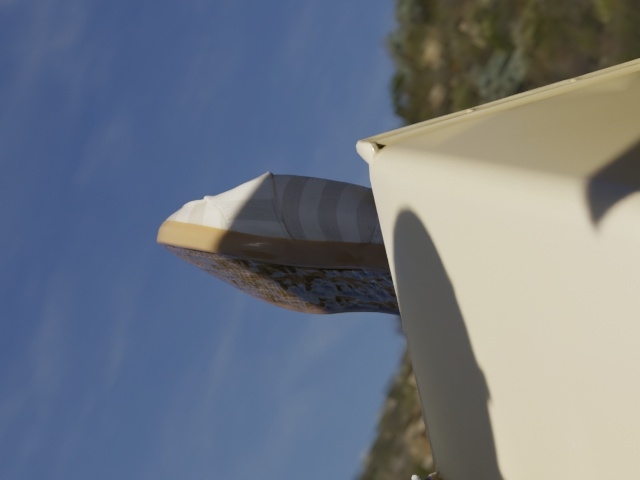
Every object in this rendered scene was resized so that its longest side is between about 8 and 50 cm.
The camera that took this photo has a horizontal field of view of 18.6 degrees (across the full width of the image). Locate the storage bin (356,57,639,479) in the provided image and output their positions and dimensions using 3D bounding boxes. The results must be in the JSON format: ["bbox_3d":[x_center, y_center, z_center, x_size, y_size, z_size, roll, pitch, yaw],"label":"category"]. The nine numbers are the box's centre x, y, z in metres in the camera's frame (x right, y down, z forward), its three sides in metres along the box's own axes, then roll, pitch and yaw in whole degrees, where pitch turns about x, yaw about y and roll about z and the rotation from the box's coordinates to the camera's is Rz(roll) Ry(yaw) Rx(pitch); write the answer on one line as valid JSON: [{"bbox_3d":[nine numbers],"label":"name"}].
[{"bbox_3d":[0.173,0.005,0.518,0.260,0.123,0.262,-17,10,-14],"label":"storage bin"}]

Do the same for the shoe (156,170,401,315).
[{"bbox_3d":[0.000,0.000,1.033,0.076,0.219,0.058,40,-112,-41],"label":"shoe"}]
